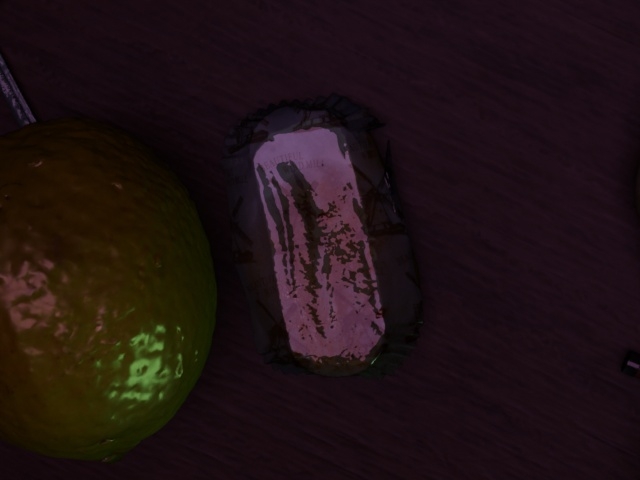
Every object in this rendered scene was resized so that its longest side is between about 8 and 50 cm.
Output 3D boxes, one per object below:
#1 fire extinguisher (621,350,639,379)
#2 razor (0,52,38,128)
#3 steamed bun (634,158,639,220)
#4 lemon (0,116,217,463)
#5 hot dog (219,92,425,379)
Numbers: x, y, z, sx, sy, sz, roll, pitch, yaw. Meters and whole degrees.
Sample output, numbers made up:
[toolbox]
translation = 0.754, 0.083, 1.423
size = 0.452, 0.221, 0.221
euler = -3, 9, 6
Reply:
[fire extinguisher]
translation = 0.316, 0.129, 1.299
size = 0.083, 0.022, 0.028
euler = 24, 62, 2
[razor]
translation = -0.287, -0.133, 1.333
size = 0.084, 0.036, 0.211
euler = -28, 98, -11
[steamed bun]
translation = 0.436, -0.034, 1.170
size = 0.372, 0.230, 0.325
euler = -38, 88, 11
[lemon]
translation = -0.216, 0.045, 1.231
size = 0.268, 0.268, 0.322
euler = -18, 119, 8
[hot dog]
translation = 0.000, 0.000, 1.292
size = 0.162, 0.082, 0.270
euler = -12, 87, -1
